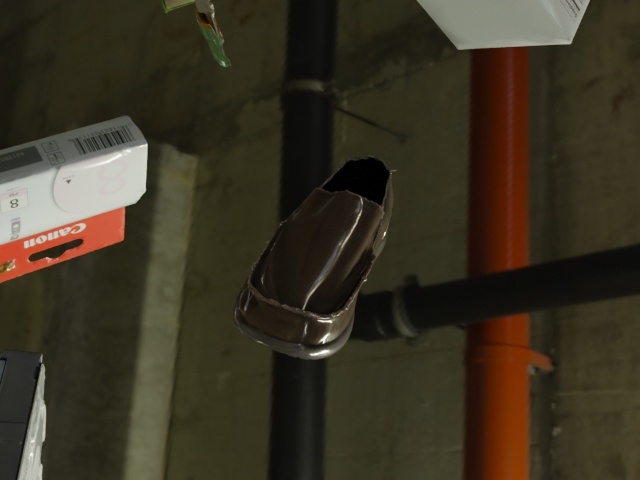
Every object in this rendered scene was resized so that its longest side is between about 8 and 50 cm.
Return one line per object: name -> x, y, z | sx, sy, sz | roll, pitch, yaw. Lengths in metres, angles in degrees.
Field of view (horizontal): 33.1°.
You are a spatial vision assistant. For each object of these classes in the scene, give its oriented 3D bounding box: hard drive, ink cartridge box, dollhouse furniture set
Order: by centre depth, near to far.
hard drive -> -0.315, 0.308, 1.045 | 0.237, 0.064, 0.339 | -99, -163, -57
dollhouse furniture set -> -0.148, -0.255, 1.215 | 0.058, 0.076, 0.152 | -18, -137, -1
ink cartridge box -> -0.299, -0.028, 1.245 | 0.066, 0.189, 0.232 | 53, -30, 32

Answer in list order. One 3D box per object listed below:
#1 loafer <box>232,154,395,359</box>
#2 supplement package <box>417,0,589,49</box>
loafer -> 0.000, 0.000, 1.227 | 0.366, 0.133, 0.130 | -63, 170, -59
supplement package -> 0.261, -0.426, 1.461 | 0.199, 0.198, 0.263 | 7, -115, 46
